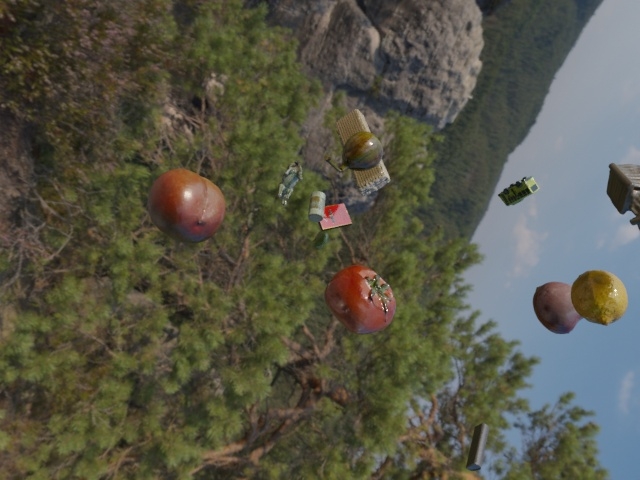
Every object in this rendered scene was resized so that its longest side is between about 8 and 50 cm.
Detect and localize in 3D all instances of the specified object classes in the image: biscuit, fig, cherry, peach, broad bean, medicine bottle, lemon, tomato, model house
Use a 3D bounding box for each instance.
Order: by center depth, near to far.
[{"bbox_3d":[0.737,-0.089,1.028,0.122,0.188,0.229,-49,-147,42],"label":"model house"},{"bbox_3d":[-0.011,-0.100,1.371,0.047,0.047,0.083,98,-1,-58],"label":"medicine bottle"},{"bbox_3d":[-0.433,-0.106,1.503,0.252,0.252,0.252,-57,167,-21],"label":"peach"},{"bbox_3d":[0.137,-0.302,1.651,0.186,0.142,0.148,-56,151,-11],"label":"fig"},{"bbox_3d":[1.059,0.213,1.756,0.257,0.188,0.188,-74,180,-46],"label":"lemon"},{"bbox_3d":[0.000,0.000,1.866,0.045,0.063,0.083,31,101,-40],"label":"broad bean"},{"bbox_3d":[0.172,-0.382,1.985,0.144,0.426,0.078,-31,142,20],"label":"biscuit"},{"bbox_3d":[1.084,0.293,2.100,0.206,0.239,0.240,0,118,-64],"label":"cherry"},{"bbox_3d":[0.183,0.287,2.115,0.273,0.341,0.341,-47,175,26],"label":"tomato"}]

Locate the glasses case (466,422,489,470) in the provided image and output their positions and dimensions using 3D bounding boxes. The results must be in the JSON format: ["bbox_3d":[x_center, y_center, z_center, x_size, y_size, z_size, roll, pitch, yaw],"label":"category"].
[{"bbox_3d":[0.649,0.850,1.903,0.191,0.042,0.072,-56,-179,-41],"label":"glasses case"}]

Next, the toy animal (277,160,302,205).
[{"bbox_3d":[-0.151,-0.243,2.074,0.255,0.089,0.170,-53,-163,43],"label":"toy animal"}]

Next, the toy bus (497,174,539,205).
[{"bbox_3d":[0.988,-0.245,2.307,0.088,0.101,0.175,-30,175,-33],"label":"toy bus"}]

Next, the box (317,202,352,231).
[{"bbox_3d":[0.047,-0.088,1.746,0.133,0.090,0.023,-11,160,-27],"label":"box"}]
